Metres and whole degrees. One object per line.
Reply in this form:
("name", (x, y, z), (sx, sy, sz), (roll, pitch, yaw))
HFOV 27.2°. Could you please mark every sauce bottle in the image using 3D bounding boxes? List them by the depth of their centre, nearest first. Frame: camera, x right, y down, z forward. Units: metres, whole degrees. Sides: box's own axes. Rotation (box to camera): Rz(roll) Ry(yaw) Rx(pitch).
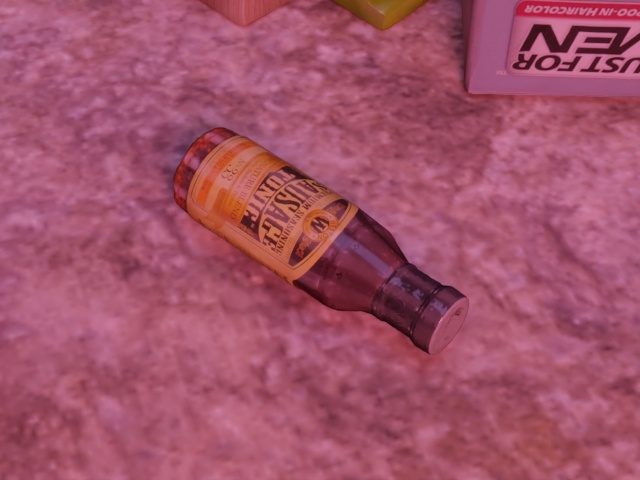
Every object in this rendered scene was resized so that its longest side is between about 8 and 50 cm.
("sauce bottle", (0.000, 0.000, 0.519), (0.128, 0.042, 0.042), (30, 54, 24))

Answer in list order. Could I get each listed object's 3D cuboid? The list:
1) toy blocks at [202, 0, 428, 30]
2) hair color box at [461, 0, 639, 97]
("toy blocks", (-0.102, -0.288, 0.625), (0.381, 0.261, 0.190), (36, 56, 27))
("hair color box", (0.124, -0.257, 0.529), (0.113, 0.375, 0.185), (2, 48, 0))
